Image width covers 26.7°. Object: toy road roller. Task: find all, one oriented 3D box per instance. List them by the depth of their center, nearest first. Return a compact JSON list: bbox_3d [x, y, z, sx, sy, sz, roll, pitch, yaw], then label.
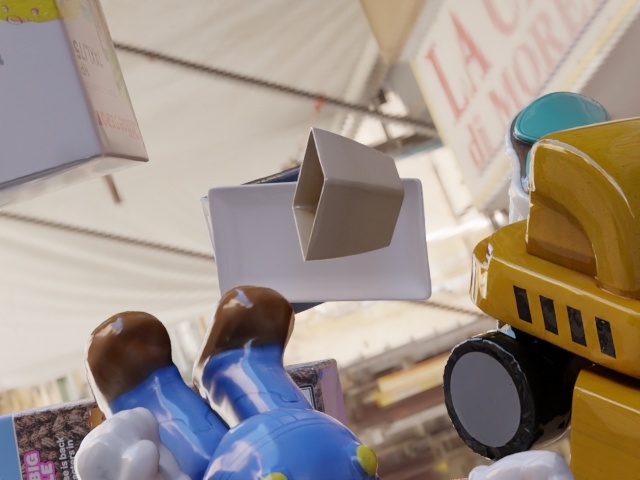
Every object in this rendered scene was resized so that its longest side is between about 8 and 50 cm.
[{"bbox_3d":[0.247,0.051,0.926,0.202,0.241,0.329,-14,24,-37],"label":"toy road roller"}]

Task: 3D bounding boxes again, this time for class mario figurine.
[{"bbox_3d":[0.007,0.121,0.692,0.198,0.320,0.170,-40,-41,-8],"label":"mario figurine"}]

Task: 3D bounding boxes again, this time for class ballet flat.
[{"bbox_3d":[0.279,-0.069,1.643,0.139,0.139,0.400,-28,14,22],"label":"ballet flat"}]

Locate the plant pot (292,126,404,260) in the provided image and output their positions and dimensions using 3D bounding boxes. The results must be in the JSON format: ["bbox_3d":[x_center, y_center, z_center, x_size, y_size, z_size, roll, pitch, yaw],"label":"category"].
[{"bbox_3d":[0.032,-0.046,1.459,0.096,0.109,0.109,6,-56,-13],"label":"plant pot"}]

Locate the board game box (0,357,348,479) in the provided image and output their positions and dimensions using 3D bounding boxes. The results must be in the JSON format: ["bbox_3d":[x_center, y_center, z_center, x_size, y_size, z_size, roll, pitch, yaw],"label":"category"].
[{"bbox_3d":[-0.115,0.240,1.168,0.291,0.232,0.141,-9,-3,7],"label":"board game box"}]

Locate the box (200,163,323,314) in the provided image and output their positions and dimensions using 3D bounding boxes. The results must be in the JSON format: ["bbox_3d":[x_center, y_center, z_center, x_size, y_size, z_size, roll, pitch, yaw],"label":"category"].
[{"bbox_3d":[-0.031,-0.002,1.815,0.232,0.183,0.059,-19,14,-27],"label":"box"}]

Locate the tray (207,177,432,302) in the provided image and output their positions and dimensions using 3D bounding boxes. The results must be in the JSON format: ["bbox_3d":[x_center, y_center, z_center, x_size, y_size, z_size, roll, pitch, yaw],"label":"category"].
[{"bbox_3d":[0.000,0.000,1.586,0.270,0.145,0.030,-2,10,22],"label":"tray"}]

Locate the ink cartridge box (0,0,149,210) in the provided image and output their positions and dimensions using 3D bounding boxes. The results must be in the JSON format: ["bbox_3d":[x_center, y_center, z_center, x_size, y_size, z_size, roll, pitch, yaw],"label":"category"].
[{"bbox_3d":[-0.278,-0.160,1.042,0.197,0.270,0.198,-17,1,3],"label":"ink cartridge box"}]
